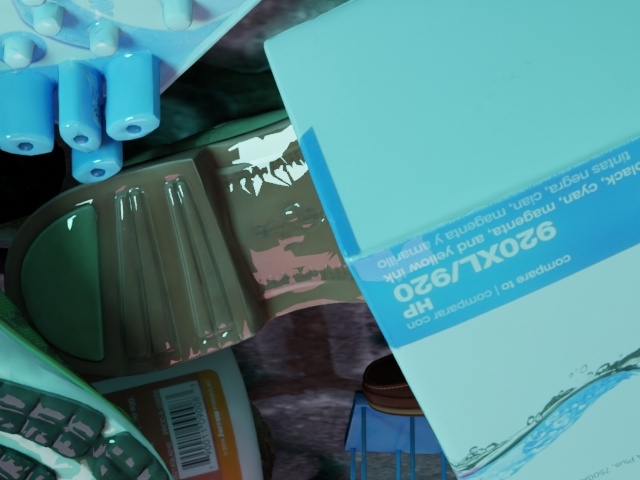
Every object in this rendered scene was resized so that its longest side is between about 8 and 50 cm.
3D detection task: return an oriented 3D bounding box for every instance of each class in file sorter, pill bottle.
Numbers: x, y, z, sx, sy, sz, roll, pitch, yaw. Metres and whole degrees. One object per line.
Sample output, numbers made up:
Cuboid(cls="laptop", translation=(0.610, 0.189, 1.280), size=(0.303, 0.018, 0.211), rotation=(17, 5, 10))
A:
Cuboid(cls="file sorter", translation=(0.108, 0.194, 1.422), size=(0.170, 0.104, 0.118), rotation=(2, 154, -3))
Cuboid(cls="pill bottle", translation=(-0.151, 0.130, 1.041), size=(0.216, 0.121, 0.121), rotation=(-13, 157, -11))

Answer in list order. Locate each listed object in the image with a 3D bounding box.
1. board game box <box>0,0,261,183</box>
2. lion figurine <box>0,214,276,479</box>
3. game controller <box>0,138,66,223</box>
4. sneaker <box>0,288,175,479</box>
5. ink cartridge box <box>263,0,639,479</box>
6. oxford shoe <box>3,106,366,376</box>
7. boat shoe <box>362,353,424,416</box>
Cuboid(cls="board game box", translation=(-0.151, -0.173, 0.659), size=(0.390, 0.050, 0.390), rotation=(18, 144, -32))
Cuboid(cls="lion figurine", translation=(-0.128, 0.101, 1.195), size=(0.240, 0.142, 0.392), rotation=(-2, 152, -12))
Cuboid(cls="game controller", translation=(-0.301, -0.037, 0.981), size=(0.319, 0.067, 0.166), rotation=(-16, 150, 31))
Cuboid(cls="sneaker", translation=(-0.202, 0.051, 0.878), size=(0.158, 0.182, 0.410), rotation=(-31, 122, 5))
Cuboid(cls="ink cartridge box", translation=(0.106, 0.006, 0.771), size=(0.168, 0.171, 0.232), rotation=(-25, 129, 3))
Cuboid(cls="oxford shoe", translation=(0.028, -0.033, 0.955), size=(0.397, 0.140, 0.146), rotation=(-9, -167, 2))
Cuboid(cls="boat shoe", translation=(0.108, 0.080, 1.240), size=(0.178, 0.064, 0.060), rotation=(-13, 121, 24))
